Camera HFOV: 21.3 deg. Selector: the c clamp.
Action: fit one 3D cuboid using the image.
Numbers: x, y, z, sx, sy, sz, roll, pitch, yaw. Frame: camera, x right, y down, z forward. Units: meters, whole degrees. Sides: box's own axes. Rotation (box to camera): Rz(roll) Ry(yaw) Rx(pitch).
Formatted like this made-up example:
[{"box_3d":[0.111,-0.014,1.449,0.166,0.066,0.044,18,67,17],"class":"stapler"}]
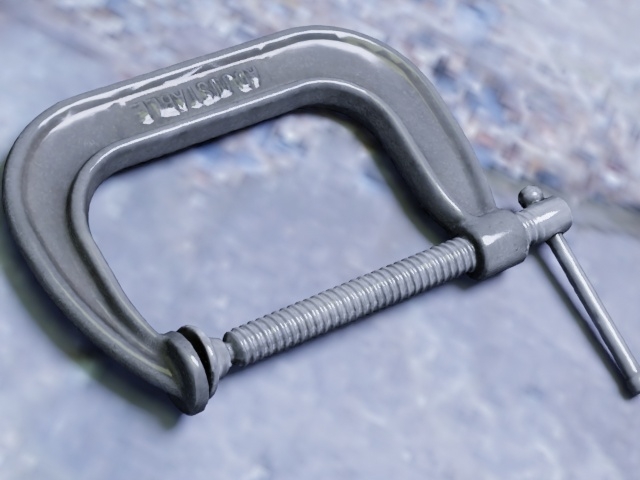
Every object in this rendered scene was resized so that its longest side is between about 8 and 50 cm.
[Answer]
[{"box_3d":[0.000,0.000,0.468,0.161,0.022,0.137,-16,69,-26],"class":"c clamp"}]
